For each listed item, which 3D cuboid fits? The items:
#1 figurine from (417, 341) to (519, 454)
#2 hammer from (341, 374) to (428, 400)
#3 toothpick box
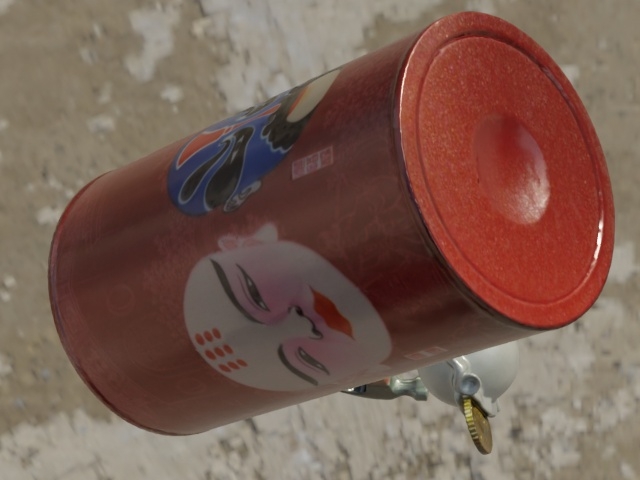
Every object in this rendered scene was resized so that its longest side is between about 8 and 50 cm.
[{"bbox_3d":[0.123,0.080,1.766,0.143,0.143,0.271,-1,62,8],"label":"figurine"},{"bbox_3d":[0.052,0.106,1.947,0.111,0.287,0.033,1,63,8],"label":"hammer"},{"bbox_3d":[0.000,0.000,1.200,0.333,0.204,0.204,-22,49,42],"label":"toothpick box"}]
